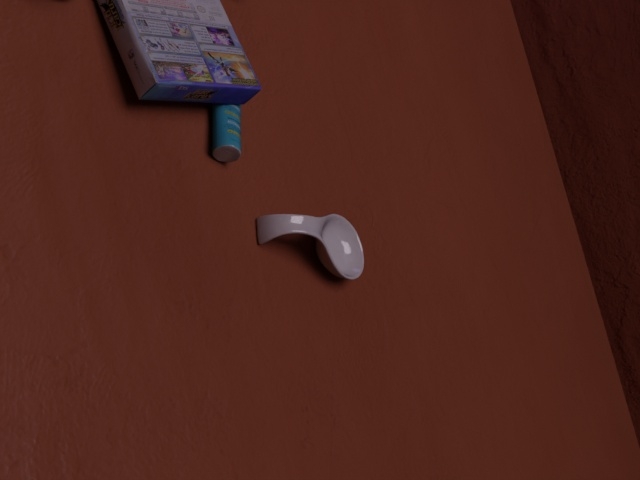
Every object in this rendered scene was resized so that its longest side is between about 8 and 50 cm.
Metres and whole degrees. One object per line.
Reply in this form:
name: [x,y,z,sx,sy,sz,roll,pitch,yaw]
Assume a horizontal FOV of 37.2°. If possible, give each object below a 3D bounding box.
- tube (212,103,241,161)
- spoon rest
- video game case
tube: [-0.178,-0.245,1.798,0.080,0.052,0.207,35,41,-46]
spoon rest: [0.000,0.000,1.858,0.276,0.084,0.137,16,60,-46]
video game case: [-0.257,-0.364,1.713,0.270,0.061,0.244,-7,67,-52]
